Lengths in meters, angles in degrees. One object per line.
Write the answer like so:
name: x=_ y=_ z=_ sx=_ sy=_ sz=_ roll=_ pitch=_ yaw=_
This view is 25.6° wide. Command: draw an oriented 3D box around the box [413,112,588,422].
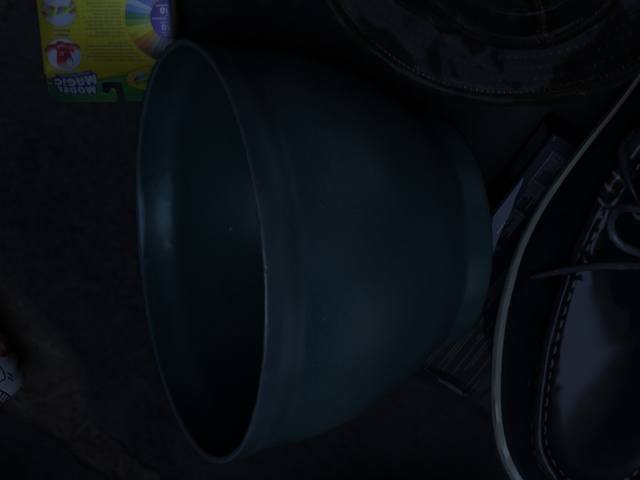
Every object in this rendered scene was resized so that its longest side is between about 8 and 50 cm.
box: x=0.187 y=0.043 z=1.109 sx=0.183 sy=0.059 sz=0.232 roll=31 pitch=112 yaw=-9

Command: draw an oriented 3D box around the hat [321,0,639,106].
hat: x=0.109 y=-0.216 z=0.846 sx=0.331 sy=0.134 sz=0.331 roll=5 pitch=117 yaw=11

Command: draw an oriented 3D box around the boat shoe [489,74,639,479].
boat shoe: x=0.267 y=-0.020 z=0.970 sx=0.187 sy=0.156 sz=0.500 roll=25 pitch=101 yaw=-10

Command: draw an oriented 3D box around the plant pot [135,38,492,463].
plant pot: x=0.000 y=0.000 z=1.008 sx=0.196 sy=0.293 sz=0.293 roll=-5 pitch=117 yaw=-21

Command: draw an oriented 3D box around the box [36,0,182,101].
box: x=-0.157 y=-0.191 z=1.044 sx=0.105 sy=0.043 sz=0.179 roll=1 pitch=112 yaw=4

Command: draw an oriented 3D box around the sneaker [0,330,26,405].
sneaker: x=-0.379 y=0.135 z=1.183 sx=0.270 sy=0.090 sz=0.145 roll=-29 pitch=106 yaw=14
